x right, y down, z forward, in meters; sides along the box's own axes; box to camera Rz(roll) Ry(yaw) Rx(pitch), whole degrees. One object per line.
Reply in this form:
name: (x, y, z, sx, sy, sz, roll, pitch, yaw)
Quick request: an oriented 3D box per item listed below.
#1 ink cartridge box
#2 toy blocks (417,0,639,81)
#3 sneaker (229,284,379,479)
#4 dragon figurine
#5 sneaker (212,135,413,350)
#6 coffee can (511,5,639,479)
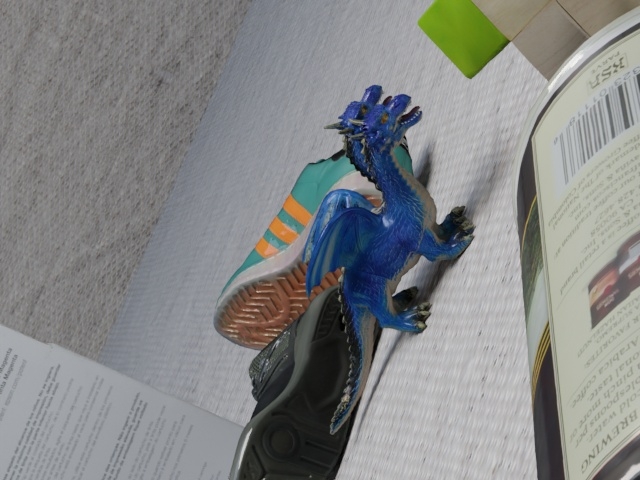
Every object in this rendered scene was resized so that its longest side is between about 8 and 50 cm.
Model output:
ink cartridge box: (-0.233, 0.279, 1.576, 0.324, 0.330, 0.071, -68, 13, -16)
toy blocks: (0.246, -0.243, 0.941, 0.261, 0.191, 0.381, -42, -3, -36)
sneaker: (-0.027, 0.157, 1.534, 0.130, 0.087, 0.227, -46, 20, 60)
dragon figurine: (0.031, 0.010, 1.431, 0.289, 0.144, 0.085, -61, 13, 18)
sneaker: (0.000, 0.000, 1.687, 0.302, 0.108, 0.121, -43, 24, 41)
coffee can: (0.177, 0.049, 0.637, 0.201, 0.201, 0.275, -58, 14, 31)
